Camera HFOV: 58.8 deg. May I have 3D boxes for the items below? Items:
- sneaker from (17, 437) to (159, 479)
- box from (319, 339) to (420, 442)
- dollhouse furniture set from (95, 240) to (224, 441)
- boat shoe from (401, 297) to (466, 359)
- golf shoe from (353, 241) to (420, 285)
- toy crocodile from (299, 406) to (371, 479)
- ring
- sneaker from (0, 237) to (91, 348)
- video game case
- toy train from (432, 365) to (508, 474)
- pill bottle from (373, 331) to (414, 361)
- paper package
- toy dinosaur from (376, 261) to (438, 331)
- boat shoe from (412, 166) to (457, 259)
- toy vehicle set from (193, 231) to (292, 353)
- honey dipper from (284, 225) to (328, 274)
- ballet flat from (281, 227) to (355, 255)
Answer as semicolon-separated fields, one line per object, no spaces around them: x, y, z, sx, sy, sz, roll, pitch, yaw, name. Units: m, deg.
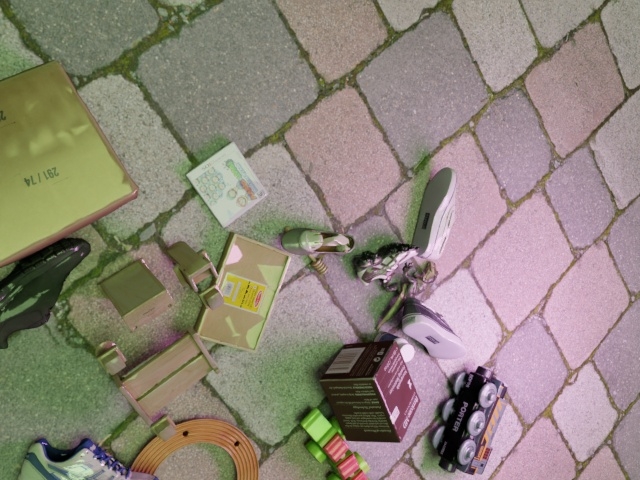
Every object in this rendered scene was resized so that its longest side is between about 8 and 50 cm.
-0.489;0.501;1.228;0.296;0.112;0.131;12;84;-19;sneaker
0.134;0.394;1.490;0.168;0.167;0.203;-45;117;-52;box
-0.341;0.223;1.311;0.303;0.173;0.356;-34;128;-20;dollhouse furniture set
0.329;0.256;1.647;0.301;0.108;0.102;36;43;-38;boat shoe
0.187;0.065;1.576;0.198;0.077;0.094;-15;106;-15;golf shoe
0.056;0.590;1.534;0.115;0.105;0.341;-37;109;-20;toy crocodile
-0.311;0.597;1.388;0.336;0.032;0.337;-2;95;-27;ring
-0.588;0.105;1.170;0.286;0.109;0.130;-39;120;-12;sneaker
-0.224;-0.134;1.370;0.143;0.019;0.157;-40;111;-18;video game case
0.466;0.552;1.735;0.190;0.142;0.334;32;78;-38;toy train
0.205;0.298;1.575;0.067;0.120;0.067;-2;95;-27;pill bottle
-0.574;-0.141;1.095;0.324;0.168;0.310;-33;102;-21;paper package
0.237;0.133;1.613;0.268;0.064;0.118;-41;118;-15;toy dinosaur
0.346;-0.073;1.630;0.088;0.096;0.268;15;89;-32;boat shoe
-0.191;0.130;1.402;0.166;0.035;0.267;23;84;-27;toy vehicle set
-0.039;0.023;1.477;0.030;0.030;0.161;-45;109;-17;honey dipper
0.000;0.000;1.452;0.213;0.068;0.072;4;73;-38;ballet flat
